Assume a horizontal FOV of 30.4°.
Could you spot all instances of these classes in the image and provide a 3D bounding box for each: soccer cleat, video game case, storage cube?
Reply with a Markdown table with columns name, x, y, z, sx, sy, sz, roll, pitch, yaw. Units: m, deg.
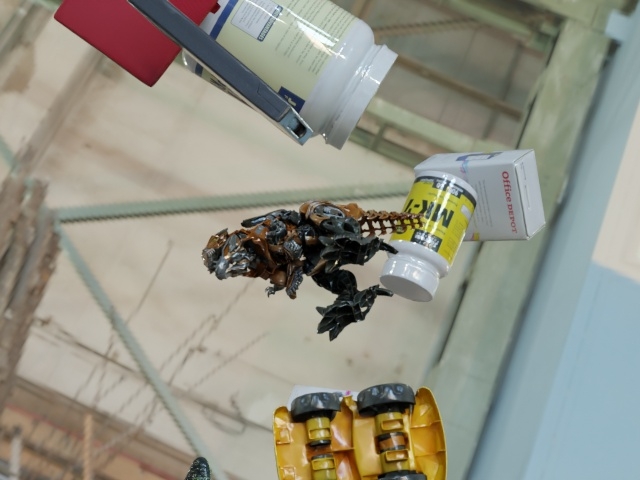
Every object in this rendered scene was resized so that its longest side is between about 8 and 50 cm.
| name | x | y | z | sx | sy | sz | roll | pitch | yaw |
| --- | --- | --- | --- | --- | --- | --- | --- | --- | --- |
| soccer cleat | -0.258 | 0.504 | 2.272 | 0.072 | 0.178 | 0.060 | 24 | -17 | -41 |
| video game case | -0.135 | -0.239 | 1.595 | 0.275 | 0.035 | 0.248 | 40 | 2 | 6 |
| storage cube | -0.283 | -0.384 | 1.864 | 0.215 | 0.193 | 0.183 | 36 | 11 | -17 |

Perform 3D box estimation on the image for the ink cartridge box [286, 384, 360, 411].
| name | x | y | z | sx | sy | sz | roll | pitch | yaw |
| --- | --- | --- | --- | --- | --- | --- | --- | --- | --- |
| ink cartridge box | 0.045 | 0.279 | 1.737 | 0.181 | 0.061 | 0.104 | 6 | -54 | 14 |

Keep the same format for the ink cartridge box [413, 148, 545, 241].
| name | x | y | z | sx | sy | sz | roll | pitch | yaw |
| --- | --- | --- | --- | --- | --- | --- | --- | --- | --- |
| ink cartridge box | 0.299 | -0.083 | 2.200 | 0.212 | 0.093 | 0.154 | -1 | -70 | 37 |

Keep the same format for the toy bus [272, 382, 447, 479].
| name | x | y | z | sx | sy | sz | roll | pitch | yaw |
| --- | --- | --- | --- | --- | --- | --- | --- | --- | --- |
| toy bus | 0.043 | 0.290 | 1.592 | 0.220 | 0.149 | 0.211 | -5 | -18 | -7 |

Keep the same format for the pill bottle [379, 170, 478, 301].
| name | x | y | z | sx | sy | sz | roll | pitch | yaw |
| --- | --- | --- | --- | --- | --- | --- | --- | --- | --- |
| pill bottle | 0.185 | -0.006 | 2.040 | 0.119 | 0.208 | 0.119 | 21 | -20 | 8 |

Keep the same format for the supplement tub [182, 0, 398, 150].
| name | x | y | z | sx | sy | sz | roll | pitch | yaw |
| --- | --- | --- | --- | --- | --- | --- | --- | --- | --- |
| supplement tub | -0.052 | -0.325 | 2.071 | 0.325 | 0.235 | 0.235 | 31 | -29 | -1 |

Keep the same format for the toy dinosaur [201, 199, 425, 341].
| name | x | y | z | sx | sy | sz | roll | pitch | yaw |
| --- | --- | --- | --- | --- | --- | --- | --- | --- | --- |
| toy dinosaur | 0.000 | 0.000 | 1.692 | 0.218 | 0.322 | 0.164 | 49 | -13 | 49 |
